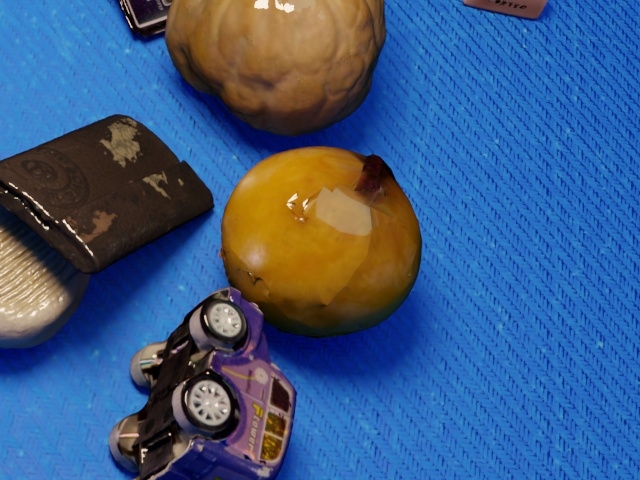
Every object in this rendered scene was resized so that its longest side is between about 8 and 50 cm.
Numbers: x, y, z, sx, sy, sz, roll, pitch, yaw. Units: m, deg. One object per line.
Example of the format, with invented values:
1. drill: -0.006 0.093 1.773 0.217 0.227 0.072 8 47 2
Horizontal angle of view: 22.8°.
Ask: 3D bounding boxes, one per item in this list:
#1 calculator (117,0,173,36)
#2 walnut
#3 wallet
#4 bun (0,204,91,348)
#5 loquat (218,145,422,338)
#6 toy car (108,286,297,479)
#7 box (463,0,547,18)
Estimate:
1. calculator: -0.157 -0.374 2.048 0.274 0.028 0.166 -25 96 -30
2. walnut: -0.049 -0.273 1.927 0.285 0.285 0.296 -12 54 -25
3. wallet: -0.239 -0.063 1.785 0.170 0.044 0.321 39 25 7
4. bun: -0.338 0.038 1.744 0.173 0.113 0.167 -9 76 -24
5. loquat: 0.000 0.000 1.818 0.235 0.235 0.235 9 60 -15
6. toy car: -0.114 0.178 1.730 0.158 0.172 0.235 28 53 -23
7. box: 0.257 -0.338 2.200 0.115 0.048 0.025 10 53 -15
